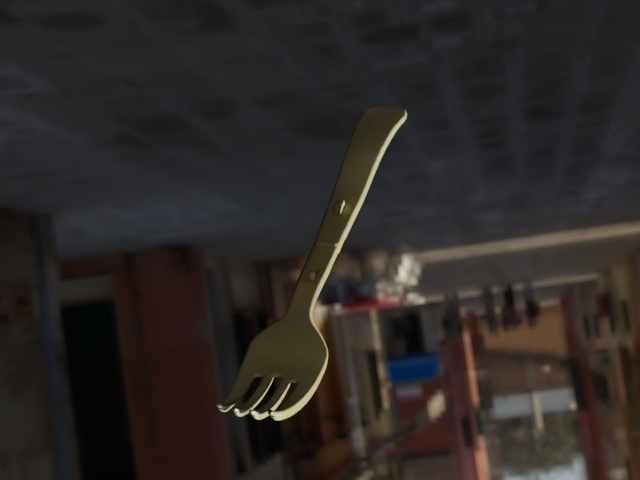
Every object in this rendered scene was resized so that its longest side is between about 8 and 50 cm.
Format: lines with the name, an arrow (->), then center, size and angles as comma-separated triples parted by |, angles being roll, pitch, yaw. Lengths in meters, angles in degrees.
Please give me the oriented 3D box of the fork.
fork -> 0.001, 0.005, 0.692 | 0.034, 0.028, 0.219 | 2, -141, 19
